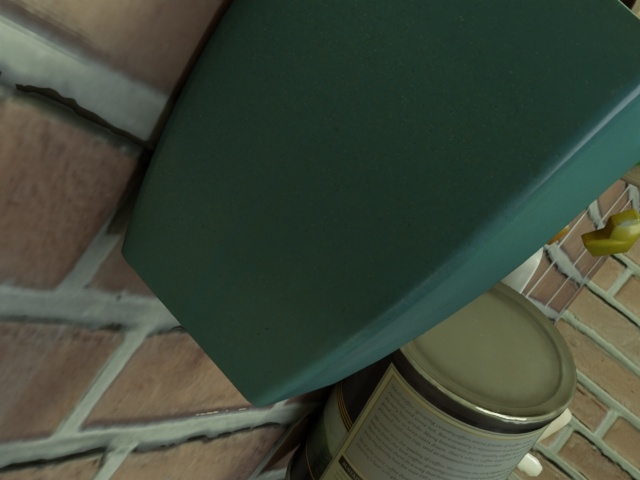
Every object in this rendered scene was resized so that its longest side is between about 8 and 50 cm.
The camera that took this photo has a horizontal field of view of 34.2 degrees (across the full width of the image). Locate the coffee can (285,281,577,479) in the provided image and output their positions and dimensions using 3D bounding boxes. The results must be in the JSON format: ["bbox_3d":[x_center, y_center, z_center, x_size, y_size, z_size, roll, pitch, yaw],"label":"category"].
[{"bbox_3d":[0.103,0.190,1.059,0.201,0.201,0.275,-29,153,-49],"label":"coffee can"}]

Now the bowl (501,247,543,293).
[{"bbox_3d":[0.188,0.033,1.146,0.142,0.053,0.142,-59,-176,26],"label":"bowl"}]

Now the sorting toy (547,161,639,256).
[{"bbox_3d":[0.340,-0.085,0.971,0.041,0.229,0.307,-92,-153,-49],"label":"sorting toy"}]

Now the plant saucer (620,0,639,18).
[{"bbox_3d":[0.340,-0.286,0.939,0.310,0.050,0.310,-44,161,-19],"label":"plant saucer"}]

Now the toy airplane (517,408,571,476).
[{"bbox_3d":[0.104,0.342,1.359,0.384,0.272,0.386,-9,-143,56],"label":"toy airplane"}]

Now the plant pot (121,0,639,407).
[{"bbox_3d":[0.029,-0.042,0.499,0.234,0.165,0.165,-47,164,15],"label":"plant pot"}]
